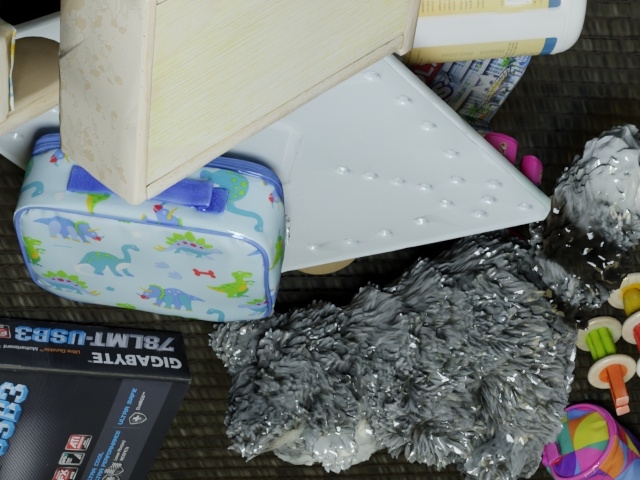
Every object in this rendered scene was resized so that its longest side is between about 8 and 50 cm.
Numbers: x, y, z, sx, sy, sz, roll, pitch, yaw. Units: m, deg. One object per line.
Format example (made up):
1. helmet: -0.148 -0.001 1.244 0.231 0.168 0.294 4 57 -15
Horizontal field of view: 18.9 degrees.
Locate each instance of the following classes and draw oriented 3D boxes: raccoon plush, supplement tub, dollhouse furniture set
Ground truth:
1. raccoon plush: 0.082 0.043 1.773 0.299 0.216 0.446 9 118 -20
2. supplement tub: 0.099 -0.212 1.513 0.200 0.144 0.144 -5 137 -5
3. dollhouse furniture set: -0.155 -0.236 1.225 0.256 0.394 0.362 -33 147 -35

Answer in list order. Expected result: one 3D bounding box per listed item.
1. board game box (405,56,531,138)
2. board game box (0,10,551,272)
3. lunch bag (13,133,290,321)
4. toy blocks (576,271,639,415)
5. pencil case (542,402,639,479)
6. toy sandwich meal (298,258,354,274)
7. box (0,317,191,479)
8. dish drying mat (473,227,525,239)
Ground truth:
1. board game box: 0.061 -0.131 1.659 0.194 0.060 0.194 12 132 -28
2. board game box: -0.071 -0.095 1.555 0.390 0.050 0.390 -12 145 36
3. lunch bag: -0.136 -0.010 1.585 0.219 0.090 0.176 7 154 5
4. toy blocks: 0.318 0.125 1.944 0.054 0.148 0.123 10 132 -25
5. pencil case: 0.332 0.271 2.146 0.104 0.104 0.236 -30 135 16
6. toy sandwich meal: 0.000 0.000 1.807 0.085 0.029 0.085 -11 140 -9
7. box: -0.310 0.195 1.897 0.293 0.073 0.295 6 134 -24
8. dish drying mat: 0.174 -0.003 1.869 0.032 0.008 0.083 -36 133 23
